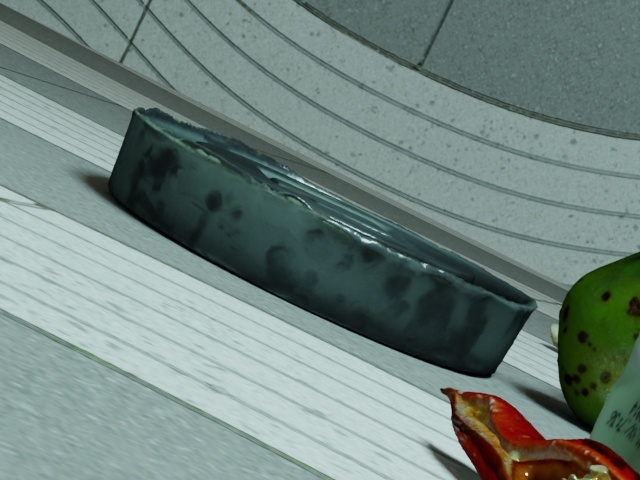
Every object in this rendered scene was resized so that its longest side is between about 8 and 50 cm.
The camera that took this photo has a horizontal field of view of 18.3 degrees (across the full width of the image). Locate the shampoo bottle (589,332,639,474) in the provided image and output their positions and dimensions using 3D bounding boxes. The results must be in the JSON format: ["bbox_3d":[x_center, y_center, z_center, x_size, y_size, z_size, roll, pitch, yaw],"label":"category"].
[{"bbox_3d":[0.313,0.147,0.969,0.349,0.151,0.222,26,3,-5],"label":"shampoo bottle"}]

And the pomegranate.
[{"bbox_3d":[0.224,0.067,1.407,0.122,0.143,0.169,18,20,-25],"label":"pomegranate"}]

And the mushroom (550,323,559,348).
[{"bbox_3d":[0.310,0.125,1.877,0.202,0.054,0.059,21,-2,9],"label":"mushroom"}]

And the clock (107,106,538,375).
[{"bbox_3d":[0.000,0.000,1.438,0.325,0.067,0.325,26,4,-2],"label":"clock"}]

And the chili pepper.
[{"bbox_3d":[0.107,0.114,0.884,0.050,0.059,0.268,64,-11,-16],"label":"chili pepper"}]
